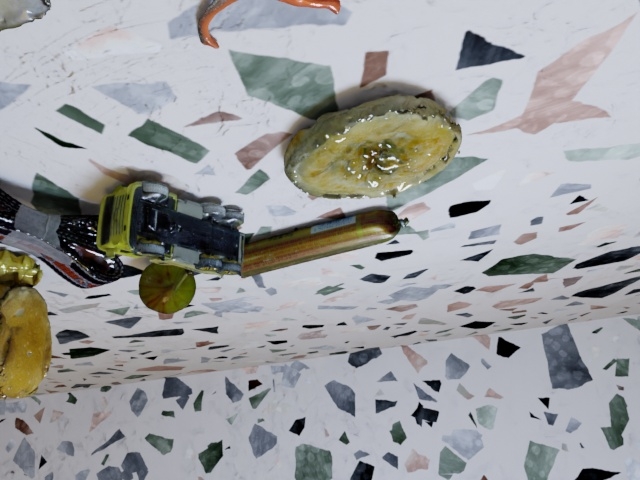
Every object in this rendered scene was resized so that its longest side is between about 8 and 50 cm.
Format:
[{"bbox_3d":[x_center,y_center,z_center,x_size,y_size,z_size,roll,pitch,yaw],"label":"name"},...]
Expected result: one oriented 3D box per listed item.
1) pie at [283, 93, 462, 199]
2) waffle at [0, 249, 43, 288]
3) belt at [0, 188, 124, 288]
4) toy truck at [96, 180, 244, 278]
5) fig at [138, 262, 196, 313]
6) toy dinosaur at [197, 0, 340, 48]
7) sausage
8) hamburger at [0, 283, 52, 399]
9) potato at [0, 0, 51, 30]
[{"bbox_3d":[0.077,-0.131,0.829,0.274,0.055,0.274,-6,159,-2],"label":"pie"},{"bbox_3d":[-0.704,0.069,1.097,0.219,0.057,0.229,13,149,-42],"label":"waffle"},{"bbox_3d":[-0.468,-0.019,0.861,0.094,0.126,0.359,-13,155,34],"label":"belt"},{"bbox_3d":[-0.260,-0.008,0.957,0.157,0.124,0.272,-8,164,33],"label":"toy truck"},{"bbox_3d":[-0.307,0.094,1.142,0.124,0.124,0.236,6,170,-28],"label":"fig"},{"bbox_3d":[-0.029,-0.249,0.515,0.101,0.055,0.279,18,150,-29],"label":"toy dinosaur"},{"bbox_3d":[0.000,0.000,1.113,0.372,0.082,0.082,-14,157,16],"label":"sausage"},{"bbox_3d":[-0.651,0.209,1.085,0.163,0.244,0.244,-4,158,-2],"label":"hamburger"},{"bbox_3d":[-0.290,-0.238,0.454,0.086,0.061,0.122,-11,160,10],"label":"potato"}]
